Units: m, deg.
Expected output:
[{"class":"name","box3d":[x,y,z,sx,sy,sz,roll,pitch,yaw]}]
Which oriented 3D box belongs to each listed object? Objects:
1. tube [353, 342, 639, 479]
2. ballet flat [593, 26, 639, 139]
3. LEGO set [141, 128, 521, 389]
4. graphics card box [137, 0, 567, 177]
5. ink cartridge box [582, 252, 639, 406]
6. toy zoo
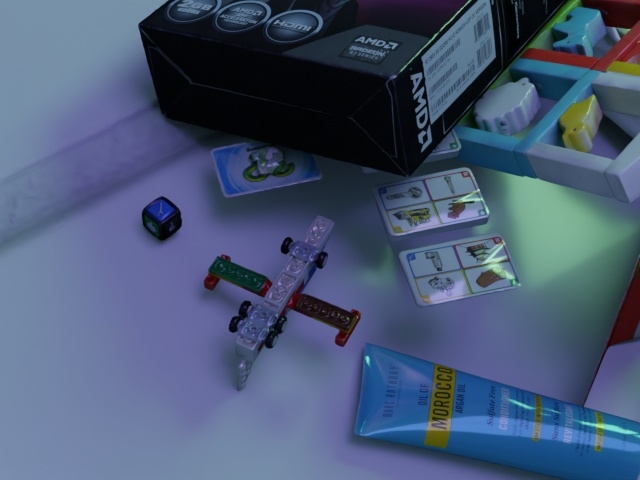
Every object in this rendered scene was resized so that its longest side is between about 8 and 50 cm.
[{"class":"tube","box3d":[0.127,0.131,1.020,0.207,0.052,0.080,14,42,-5]},{"class":"ballet flat","box3d":[0.354,-0.101,1.209,0.400,0.139,0.139,40,53,7]},{"class":"LEGO set","box3d":[0.000,0.000,1.036,0.244,0.060,0.182,-12,53,-11]},{"class":"graphics card box","box3d":[0.060,-0.206,1.129,0.232,0.094,0.371,17,47,31]},{"class":"ink cartridge box","box3d":[0.268,0.005,1.066,0.066,0.189,0.232,17,50,10]},{"class":"toy zoo","box3d":[0.210,-0.118,1.077,0.192,0.030,0.293,-45,36,-21]}]
